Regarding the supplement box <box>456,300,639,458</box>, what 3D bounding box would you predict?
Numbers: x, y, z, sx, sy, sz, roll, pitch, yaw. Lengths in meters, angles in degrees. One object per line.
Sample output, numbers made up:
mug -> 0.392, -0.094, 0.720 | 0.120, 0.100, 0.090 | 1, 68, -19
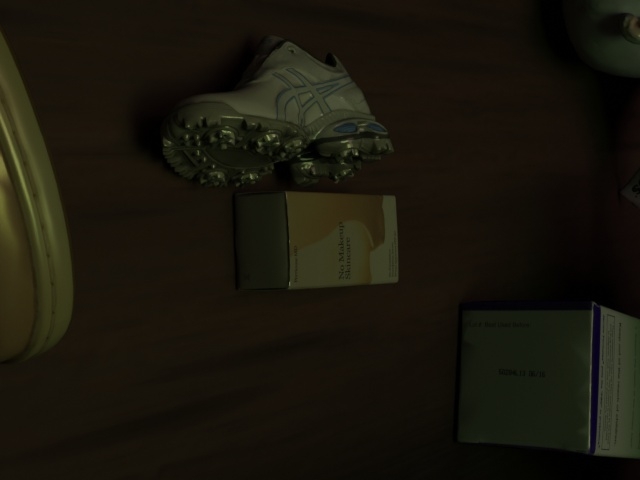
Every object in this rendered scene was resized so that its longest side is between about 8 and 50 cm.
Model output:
supplement box -> 0.212, 0.117, 0.899 | 0.220, 0.111, 0.114 | 15, 76, -51

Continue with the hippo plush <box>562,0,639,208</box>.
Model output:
hippo plush -> 0.312, -0.200, 1.026 | 0.236, 0.234, 0.294 | 31, 105, -28

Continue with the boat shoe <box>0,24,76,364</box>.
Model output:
boat shoe -> -0.204, -0.088, 0.369 | 0.110, 0.121, 0.341 | -41, 109, -41

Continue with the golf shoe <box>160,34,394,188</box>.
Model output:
golf shoe -> -0.034, -0.078, 0.644 | 0.176, 0.069, 0.086 | -2, 69, -56

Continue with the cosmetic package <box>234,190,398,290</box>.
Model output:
cosmetic package -> 0.000, 0.000, 0.684 | 0.115, 0.041, 0.060 | -3, 90, -53
